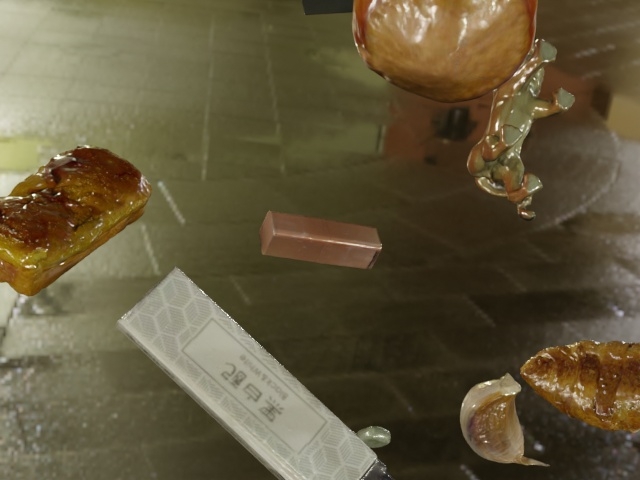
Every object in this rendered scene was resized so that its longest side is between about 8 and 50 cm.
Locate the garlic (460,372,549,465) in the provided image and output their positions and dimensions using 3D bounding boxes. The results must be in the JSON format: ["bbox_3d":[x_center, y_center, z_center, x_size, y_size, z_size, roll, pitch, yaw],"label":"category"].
[{"bbox_3d":[0.325,0.342,1.992,0.129,0.198,0.090,-14,19,21],"label":"garlic"}]

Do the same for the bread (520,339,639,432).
[{"bbox_3d":[0.346,0.168,1.251,0.233,0.076,0.105,-2,57,29],"label":"bread"}]

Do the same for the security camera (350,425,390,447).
[{"bbox_3d":[0.078,0.337,1.870,0.092,0.058,0.058,-27,-3,38],"label":"security camera"}]

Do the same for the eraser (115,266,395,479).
[{"bbox_3d":[-0.059,0.202,1.281,0.404,0.096,0.098,43,-15,-4],"label":"eraser"}]

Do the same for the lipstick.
[{"bbox_3d":[0.000,0.000,1.368,0.145,0.045,0.045,9,44,-21],"label":"lipstick"}]

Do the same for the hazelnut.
[{"bbox_3d":[0.108,-0.213,1.017,0.182,0.182,0.182,7,22,-3],"label":"hazelnut"}]

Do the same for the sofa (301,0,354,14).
[{"bbox_3d":[0.022,-0.340,1.311,0.085,0.060,0.147,0,53,8],"label":"sofa"}]

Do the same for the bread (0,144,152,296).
[{"bbox_3d":[-0.322,-0.036,1.339,0.139,0.077,0.271,31,34,11],"label":"bread"}]

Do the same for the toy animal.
[{"bbox_3d":[0.281,-0.174,1.609,0.097,0.312,0.157,27,-17,-18],"label":"toy animal"}]
